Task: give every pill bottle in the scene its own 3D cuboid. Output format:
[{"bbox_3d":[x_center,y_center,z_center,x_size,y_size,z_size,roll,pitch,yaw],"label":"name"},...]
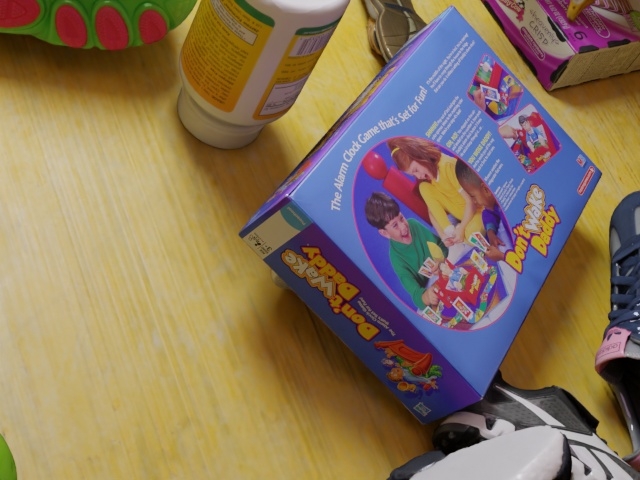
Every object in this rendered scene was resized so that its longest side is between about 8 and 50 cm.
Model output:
[{"bbox_3d":[-0.060,-0.178,1.044,0.118,0.208,0.117,12,53,-17],"label":"pill bottle"}]

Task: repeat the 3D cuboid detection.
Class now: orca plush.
[{"bbox_3d":[0.085,0.253,0.878,0.287,0.151,0.102,-33,110,-34],"label":"orca plush"}]

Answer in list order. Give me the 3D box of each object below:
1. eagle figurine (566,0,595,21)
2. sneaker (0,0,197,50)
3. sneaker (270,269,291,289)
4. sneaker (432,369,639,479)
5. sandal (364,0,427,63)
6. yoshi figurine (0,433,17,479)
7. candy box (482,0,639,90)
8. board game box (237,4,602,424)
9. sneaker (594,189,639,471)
[{"bbox_3d":[0.322,-0.348,1.271,0.298,0.226,0.225,41,70,2],"label":"eagle figurine"},{"bbox_3d":[-0.348,-0.294,1.046,0.483,0.185,0.202,11,35,-22],"label":"sneaker"},{"bbox_3d":[0.000,0.000,1.050,0.134,0.051,0.070,-12,65,-38],"label":"sneaker"},{"bbox_3d":[0.216,0.180,1.005,0.234,0.078,0.106,27,52,-3],"label":"sneaker"},{"bbox_3d":[0.076,-0.228,1.256,0.072,0.049,0.180,11,38,-25],"label":"sandal"},{"bbox_3d":[-0.327,0.186,0.680,0.203,0.203,0.362,48,49,3],"label":"yoshi figurine"},{"bbox_3d":[0.328,-0.276,1.388,0.234,0.071,0.159,-16,64,-34],"label":"candy box"},{"bbox_3d":[0.109,-0.037,1.063,0.233,0.078,0.347,47,46,-8],"label":"board game box"},{"bbox_3d":[0.316,0.079,1.101,0.131,0.112,0.318,8,53,-24],"label":"sneaker"}]
